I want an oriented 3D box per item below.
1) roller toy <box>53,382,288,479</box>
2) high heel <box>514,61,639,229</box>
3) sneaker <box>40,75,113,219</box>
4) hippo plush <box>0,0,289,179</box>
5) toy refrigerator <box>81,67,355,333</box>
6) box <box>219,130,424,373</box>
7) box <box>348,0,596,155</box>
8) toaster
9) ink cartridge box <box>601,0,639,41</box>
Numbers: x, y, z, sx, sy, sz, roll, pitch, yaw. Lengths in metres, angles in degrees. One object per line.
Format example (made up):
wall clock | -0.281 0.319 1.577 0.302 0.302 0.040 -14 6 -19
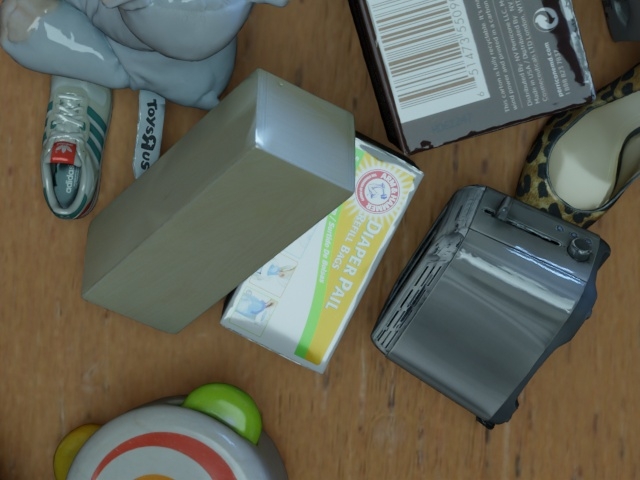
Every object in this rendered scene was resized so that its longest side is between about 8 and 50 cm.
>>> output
roller toy | -0.129 0.238 1.554 0.209 0.146 0.191 -19 88 7
high heel | 0.253 -0.078 1.499 0.093 0.186 0.261 38 95 -7
sneaker | -0.221 -0.095 1.544 0.057 0.075 0.161 6 97 -2
hippo plush | -0.153 -0.206 1.424 0.234 0.236 0.294 -6 87 -8
toy refrigerator | -0.091 -0.030 1.467 0.102 0.094 0.269 23 138 -28
box | 0.000 0.000 1.542 0.103 0.114 0.203 26 95 -4
box | 0.121 -0.179 1.476 0.167 0.203 0.168 -17 97 1
toaster | 0.144 0.058 1.529 0.146 0.129 0.227 30 131 -1
ink cartridge box | 0.387 -0.266 1.464 0.289 0.211 0.122 -17 95 1
